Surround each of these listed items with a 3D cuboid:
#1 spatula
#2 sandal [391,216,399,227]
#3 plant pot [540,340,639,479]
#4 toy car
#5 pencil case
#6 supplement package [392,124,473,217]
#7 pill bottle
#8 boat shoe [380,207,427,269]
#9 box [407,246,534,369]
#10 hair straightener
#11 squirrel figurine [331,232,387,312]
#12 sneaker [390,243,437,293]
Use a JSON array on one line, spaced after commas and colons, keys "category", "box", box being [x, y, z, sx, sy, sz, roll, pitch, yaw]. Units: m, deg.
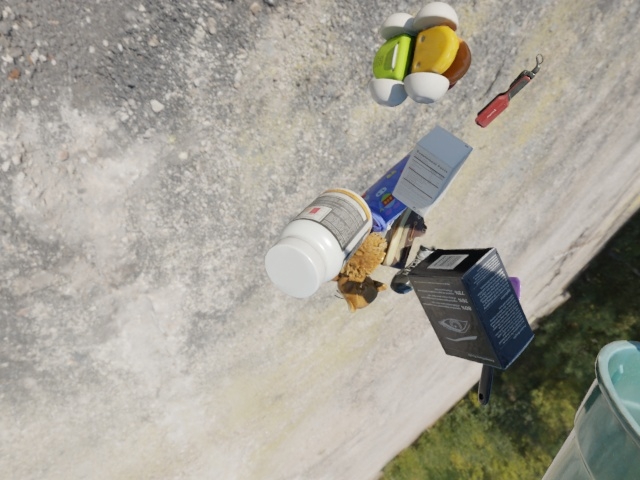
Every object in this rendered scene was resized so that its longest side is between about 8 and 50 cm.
[{"category": "spatula", "box": [0.401, 0.228, 1.016, 0.030, 0.084, 0.297, 23, 78, -21]}, {"category": "sandal", "box": [0.249, -0.116, 1.417, 0.179, 0.040, 0.067, -61, 163, -16]}, {"category": "plant pot", "box": [0.388, 0.351, 0.491, 0.341, 0.341, 0.334, -9, 128, -46]}, {"category": "toy car", "box": [0.182, -0.317, 0.795, 0.136, 0.182, 0.159, 7, 93, -42]}, {"category": "pencil case", "box": [0.230, -0.149, 1.299, 0.306, 0.133, 0.119, -42, 169, -11]}, {"category": "supplement package", "box": [0.267, -0.165, 1.074, 0.105, 0.105, 0.179, -40, 161, -34]}, {"category": "pill bottle", "box": [0.000, 0.000, 1.017, 0.278, 0.162, 0.162, -46, 162, -49]}, {"category": "boat shoe", "box": [0.328, -0.051, 1.623, 0.123, 0.123, 0.342, -118, -133, -76]}, {"category": "box", "box": [0.291, 0.127, 0.868, 0.108, 0.207, 0.153, -35, -165, -26]}, {"category": "hair straightener", "box": [0.520, -0.417, 1.222, 0.230, 0.047, 0.089, -54, -177, 44]}, {"category": "squirrel figurine", "box": [0.093, 0.085, 1.694, 0.281, 0.371, 0.397, -28, 170, -21]}, {"category": "sneaker", "box": [0.327, 0.081, 1.531, 0.228, 0.086, 0.132, -33, 143, -34]}]
